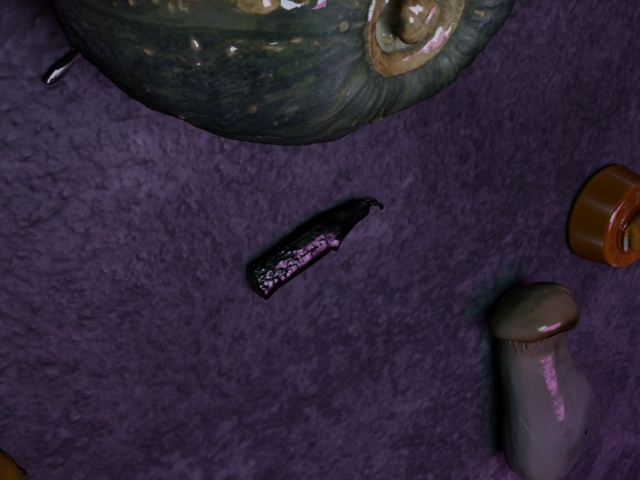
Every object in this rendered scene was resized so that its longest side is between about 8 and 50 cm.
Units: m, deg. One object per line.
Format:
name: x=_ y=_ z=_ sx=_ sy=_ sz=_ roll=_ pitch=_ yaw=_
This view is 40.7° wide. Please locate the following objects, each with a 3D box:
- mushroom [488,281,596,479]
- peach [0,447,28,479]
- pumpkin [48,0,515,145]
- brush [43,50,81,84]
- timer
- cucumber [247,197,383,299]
mushroom: x=0.289 y=0.179 z=1.125 sx=0.159 sy=0.122 sz=0.328 roll=-66 pitch=148 yaw=-46
peach: x=-0.312 y=0.229 z=0.599 sx=0.235 sy=0.214 sz=0.214 roll=-39 pitch=131 yaw=-26
pumpkin: x=-0.022 y=-0.215 z=0.569 sx=0.328 sy=0.257 sz=0.291 roll=-12 pitch=131 yaw=-42
brush: x=-0.177 y=-0.146 z=0.649 sx=0.083 sy=0.008 sz=0.024 roll=-47 pitch=135 yaw=-10
timer: x=0.410 y=-0.011 z=1.082 sx=0.132 sy=0.152 sz=0.132 roll=-18 pitch=121 yaw=-31
cucumber: x=0.000 y=0.000 z=0.843 sx=0.163 sy=0.039 sz=0.043 roll=-36 pitch=150 yaw=-17
